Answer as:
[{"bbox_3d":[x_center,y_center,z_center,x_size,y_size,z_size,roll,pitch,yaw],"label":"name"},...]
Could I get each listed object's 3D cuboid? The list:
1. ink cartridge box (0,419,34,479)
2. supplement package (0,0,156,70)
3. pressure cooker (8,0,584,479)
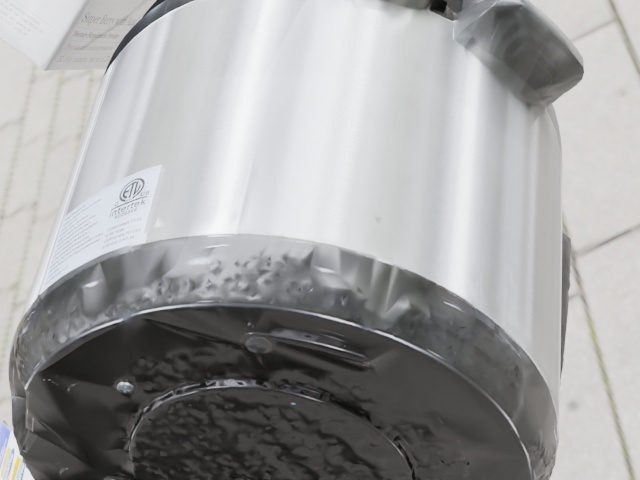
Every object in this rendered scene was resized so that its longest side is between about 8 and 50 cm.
[{"bbox_3d":[-0.244,0.279,1.292,0.311,0.065,0.186,14,88,62],"label":"ink cartridge box"},{"bbox_3d":[-0.186,-0.306,1.214,0.293,0.175,0.177,-56,-7,13],"label":"supplement package"},{"bbox_3d":[-0.003,-0.004,1.064,0.370,0.375,0.420,4,47,5],"label":"pressure cooker"}]
